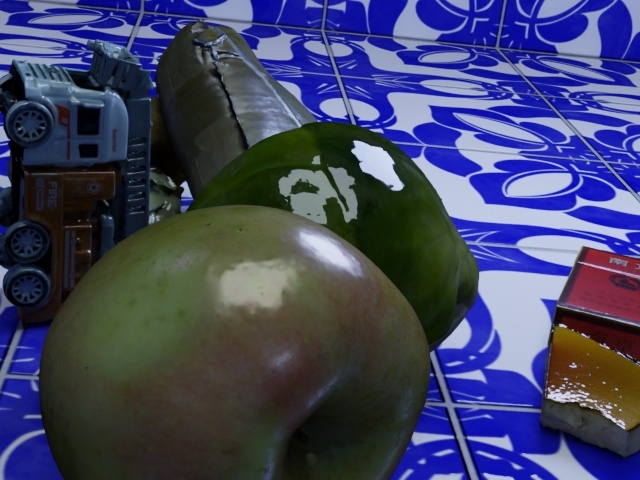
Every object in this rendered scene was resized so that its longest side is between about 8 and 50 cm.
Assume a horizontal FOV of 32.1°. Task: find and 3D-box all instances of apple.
[{"bbox_3d":[-0.083,0.120,0.965,0.319,0.319,0.277,-10,28,-36],"label":"apple"}]

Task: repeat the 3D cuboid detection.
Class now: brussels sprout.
[{"bbox_3d":[0.016,0.022,1.260,0.354,0.281,0.289,22,29,-34],"label":"brussels sprout"}]

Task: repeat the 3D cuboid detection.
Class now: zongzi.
[{"bbox_3d":[-0.053,-0.153,1.680,0.393,0.174,0.356,8,48,-40],"label":"zongzi"}]

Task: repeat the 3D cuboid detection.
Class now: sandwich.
[{"bbox_3d":[0.299,0.172,1.278,0.162,0.058,0.193,-13,32,-39],"label":"sandwich"}]

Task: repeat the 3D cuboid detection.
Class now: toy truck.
[{"bbox_3d":[-0.292,-0.077,1.331,0.184,0.338,0.133,-2,24,-23],"label":"toy truck"}]

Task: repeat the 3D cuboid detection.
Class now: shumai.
[{"bbox_3d":[-0.259,-0.043,1.521,0.184,0.142,0.184,5,19,-2],"label":"shumai"}]

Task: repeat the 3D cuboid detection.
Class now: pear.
[{"bbox_3d":[-0.273,-0.140,1.724,0.167,0.167,0.136,-5,35,-27],"label":"pear"}]

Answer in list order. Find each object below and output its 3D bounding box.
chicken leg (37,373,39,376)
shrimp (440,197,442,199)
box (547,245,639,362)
[{"bbox_3d":[-0.216,0.086,1.250,0.113,0.093,0.304,40,26,-13],"label":"chicken leg"},{"bbox_3d":[-0.002,0.000,1.502,0.372,0.137,0.172,-10,24,-35],"label":"shrimp"},{"bbox_3d":[0.403,0.089,1.496,0.153,0.074,0.240,10,21,18],"label":"box"}]
